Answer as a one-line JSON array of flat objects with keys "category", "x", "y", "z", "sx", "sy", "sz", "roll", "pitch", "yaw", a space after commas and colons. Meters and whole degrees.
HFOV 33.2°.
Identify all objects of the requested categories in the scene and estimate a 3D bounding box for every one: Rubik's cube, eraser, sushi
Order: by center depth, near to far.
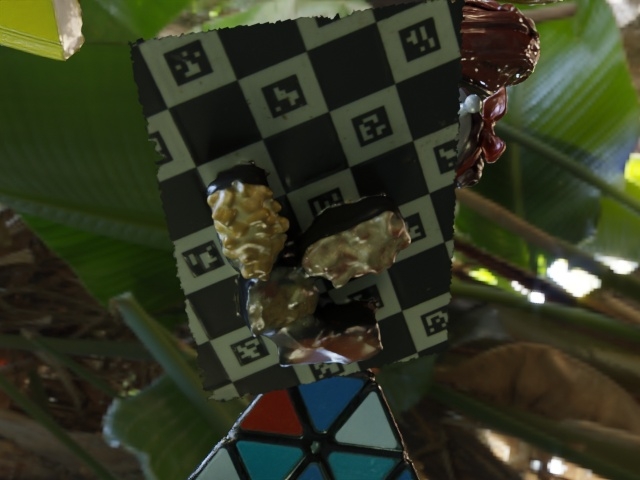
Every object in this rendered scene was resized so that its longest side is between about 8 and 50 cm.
[{"category": "sushi", "x": 0.000, "y": 0.000, "z": 0.656, "sx": 0.043, "sy": 0.192, "sz": 0.280, "roll": -113, "pitch": 16, "yaw": -51}, {"category": "Rubik's cube", "x": -0.005, "y": 0.160, "z": 1.241, "sx": 0.234, "sy": 0.284, "sz": 0.250, "roll": -93, "pitch": 6, "yaw": -77}, {"category": "eraser", "x": -0.478, "y": -0.378, "z": 1.664, "sx": 0.069, "sy": 0.226, "sz": 0.158, "roll": -55, "pitch": -25, "yaw": -41}]

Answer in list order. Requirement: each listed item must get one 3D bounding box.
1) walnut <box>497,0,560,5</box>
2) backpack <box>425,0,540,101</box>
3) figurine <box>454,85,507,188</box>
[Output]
[{"category": "walnut", "x": 0.176, "y": -0.369, "z": 0.997, "sx": 0.343, "sy": 0.306, "sz": 0.306, "roll": 11, "pitch": -97, "yaw": -24}, {"category": "backpack", "x": 0.186, "y": -0.259, "z": 1.427, "sx": 0.229, "sy": 0.229, "sz": 0.139, "roll": 10, "pitch": -97, "yaw": -65}, {"category": "figurine", "x": 0.088, "y": -0.113, "z": 1.142, "sx": 0.183, "sy": 0.226, "sz": 0.160, "roll": -76, "pitch": -27, "yaw": -46}]
